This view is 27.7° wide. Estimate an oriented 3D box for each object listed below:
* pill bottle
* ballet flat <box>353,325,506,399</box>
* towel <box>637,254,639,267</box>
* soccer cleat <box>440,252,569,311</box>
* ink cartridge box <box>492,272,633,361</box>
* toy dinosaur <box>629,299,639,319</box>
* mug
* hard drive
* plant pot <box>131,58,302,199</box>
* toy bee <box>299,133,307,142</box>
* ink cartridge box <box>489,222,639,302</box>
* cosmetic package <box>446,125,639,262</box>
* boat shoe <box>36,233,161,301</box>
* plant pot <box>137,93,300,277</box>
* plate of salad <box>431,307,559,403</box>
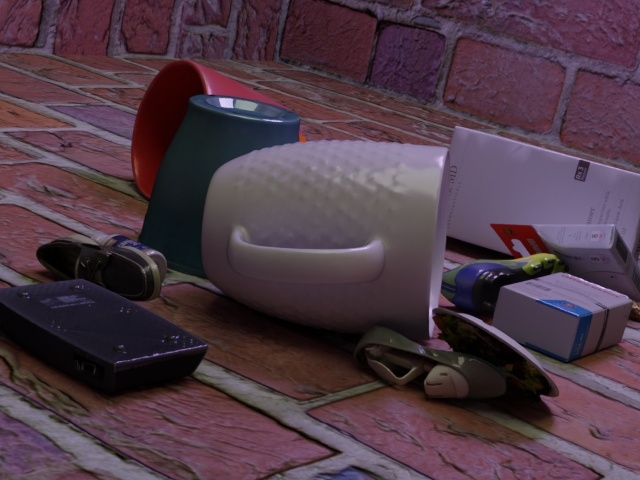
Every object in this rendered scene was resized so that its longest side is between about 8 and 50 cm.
[{"bbox_3d":[-0.286,0.030,1.892,0.120,0.067,0.067,22,18,35],"label":"pill bottle"},{"bbox_3d":[0.138,0.174,1.700,0.213,0.072,0.068,19,44,30],"label":"ballet flat"},{"bbox_3d":[0.636,0.016,2.639,0.312,0.056,0.324,21,17,34],"label":"towel"},{"bbox_3d":[0.308,0.063,2.159,0.121,0.093,0.289,15,13,41],"label":"soccer cleat"},{"bbox_3d":[0.378,0.116,2.025,0.139,0.082,0.190,22,17,35],"label":"ink cartridge box"},{"bbox_3d":[0.629,0.138,2.202,0.211,0.064,0.112,9,30,30],"label":"toy dinosaur"},{"bbox_3d":[0.000,0.000,1.805,0.328,0.276,0.374,5,12,9],"label":"mug"},{"bbox_3d":[-0.280,0.115,1.605,0.254,0.054,0.172,22,19,37],"label":"hard drive"},{"bbox_3d":[-0.186,-0.184,2.435,0.243,0.275,0.275,11,12,-36],"label":"plant pot"},{"bbox_3d":[-0.027,-0.084,2.269,0.195,0.162,0.298,13,21,-29],"label":"toy bee"},{"bbox_3d":[0.428,0.038,2.261,0.232,0.066,0.189,-3,-31,32],"label":"ink cartridge box"},{"bbox_3d":[0.418,-0.066,2.445,0.385,0.217,0.156,15,5,20],"label":"cosmetic package"},{"bbox_3d":[-0.314,0.043,1.818,0.223,0.080,0.073,17,20,41],"label":"boat shoe"},{"bbox_3d":[-0.141,-0.094,2.093,0.271,0.255,0.272,11,15,-3],"label":"plant pot"},{"bbox_3d":[0.225,0.156,1.720,0.200,0.048,0.200,35,-12,8],"label":"plate of salad"}]
